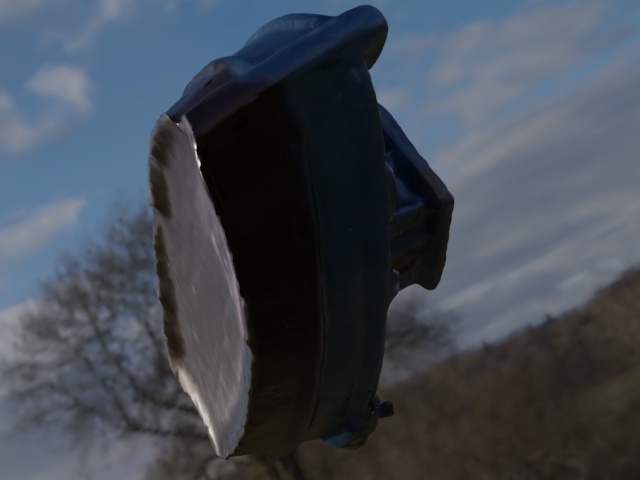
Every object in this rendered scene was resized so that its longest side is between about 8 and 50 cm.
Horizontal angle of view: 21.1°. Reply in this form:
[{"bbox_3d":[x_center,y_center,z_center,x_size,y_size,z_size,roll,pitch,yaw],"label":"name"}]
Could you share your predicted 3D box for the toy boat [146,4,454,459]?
[{"bbox_3d":[0.000,0.000,0.556,0.097,0.100,0.223,-27,-25,-18],"label":"toy boat"}]
